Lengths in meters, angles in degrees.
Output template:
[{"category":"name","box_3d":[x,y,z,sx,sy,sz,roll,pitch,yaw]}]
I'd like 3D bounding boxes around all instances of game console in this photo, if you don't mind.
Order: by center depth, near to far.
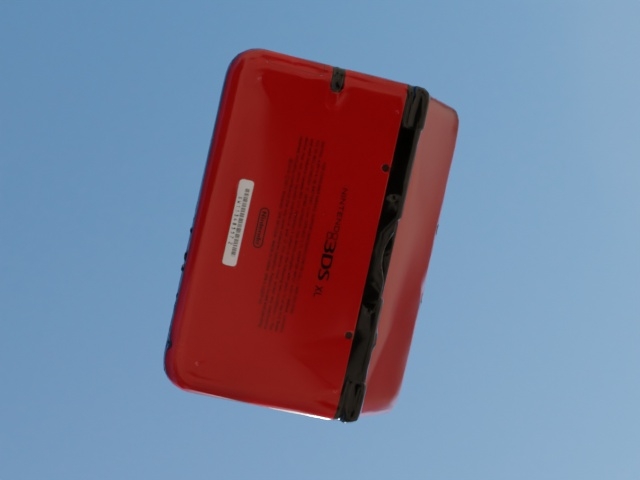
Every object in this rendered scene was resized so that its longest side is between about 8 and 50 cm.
[{"category":"game console","box_3d":[0.000,0.000,0.742,0.124,0.085,0.144,12,-90,-13]}]
